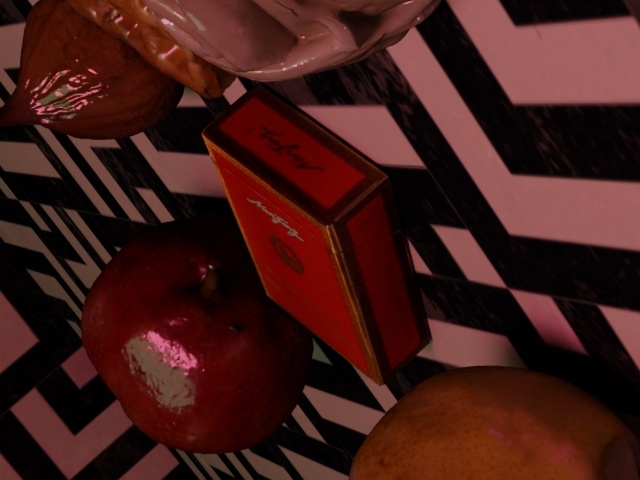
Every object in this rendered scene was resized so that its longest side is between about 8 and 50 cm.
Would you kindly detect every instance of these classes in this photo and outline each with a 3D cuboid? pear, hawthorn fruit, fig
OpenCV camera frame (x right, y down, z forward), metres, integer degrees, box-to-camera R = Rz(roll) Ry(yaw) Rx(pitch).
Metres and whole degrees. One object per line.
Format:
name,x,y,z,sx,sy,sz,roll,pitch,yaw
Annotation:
pear,0.130,0.220,1.202,0.271,0.271,0.271,43,162,18
hawthorn fruit,-0.112,0.080,1.549,0.266,0.210,0.230,104,143,-71
fig,-0.213,-0.126,1.388,0.146,0.201,0.133,33,148,25

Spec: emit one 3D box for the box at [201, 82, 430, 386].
box,0.001,0.000,1.352,0.153,0.074,0.239,42,163,33

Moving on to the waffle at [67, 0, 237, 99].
waffle,-0.144,-0.255,1.119,0.213,0.091,0.308,36,158,36

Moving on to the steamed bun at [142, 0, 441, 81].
steamed bun,-0.042,-0.177,0.941,0.211,0.144,0.218,52,162,-9
